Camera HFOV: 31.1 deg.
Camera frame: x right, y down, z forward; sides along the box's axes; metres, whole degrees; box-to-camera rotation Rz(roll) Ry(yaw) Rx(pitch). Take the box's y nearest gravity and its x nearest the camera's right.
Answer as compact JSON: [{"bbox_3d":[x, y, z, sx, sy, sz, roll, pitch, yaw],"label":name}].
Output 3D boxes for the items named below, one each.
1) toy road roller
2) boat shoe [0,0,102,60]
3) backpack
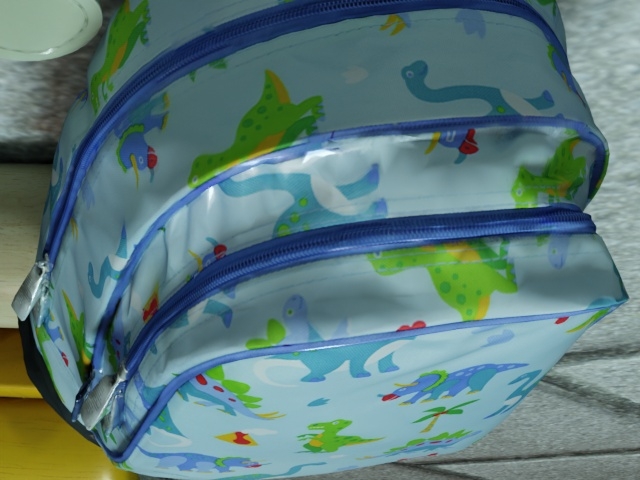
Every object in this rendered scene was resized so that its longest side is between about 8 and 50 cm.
[{"bbox_3d":[-0.206,0.096,0.880,0.202,0.241,0.329,1,162,3],"label":"toy road roller"},{"bbox_3d":[-0.177,-0.141,0.424,0.081,0.069,0.227,-23,151,29],"label":"boat shoe"},{"bbox_3d":[0.000,0.000,0.572,0.290,0.273,0.356,2,138,-18],"label":"backpack"}]
